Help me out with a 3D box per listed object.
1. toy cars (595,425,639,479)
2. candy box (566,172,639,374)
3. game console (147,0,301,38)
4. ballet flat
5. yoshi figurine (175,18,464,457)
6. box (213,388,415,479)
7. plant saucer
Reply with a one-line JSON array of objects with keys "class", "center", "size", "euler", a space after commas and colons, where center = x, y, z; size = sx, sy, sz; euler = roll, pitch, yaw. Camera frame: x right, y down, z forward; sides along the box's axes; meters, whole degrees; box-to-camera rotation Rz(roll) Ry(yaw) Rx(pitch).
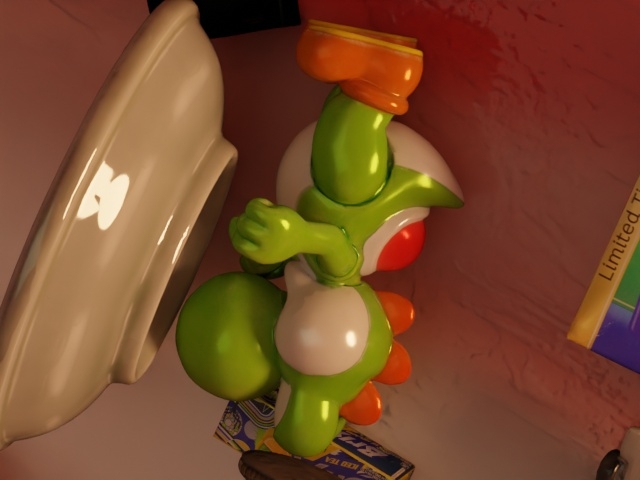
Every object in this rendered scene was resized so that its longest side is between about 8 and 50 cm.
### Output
[{"class": "toy cars", "center": [0.308, 0.341, 1.617], "size": [0.176, 0.087, 0.393], "euler": [-20, 86, 35]}, {"class": "candy box", "center": [0.391, 0.017, 1.508], "size": [0.317, 0.122, 0.268], "euler": [27, 108, 18]}, {"class": "game console", "center": [0.005, -0.295, 1.657], "size": [0.361, 0.044, 0.213], "euler": [-7, 96, 22]}, {"class": "ballet flat", "center": [0.036, 0.253, 1.659], "size": [0.250, 0.084, 0.058], "euler": [28, 107, 8]}, {"class": "yoshi figurine", "center": [-0.027, -0.004, 1.640], "size": [0.203, 0.204, 0.362], "euler": [20, 104, 48]}, {"class": "box", "center": [-0.006, 0.186, 1.734], "size": [0.169, 0.054, 0.059], "euler": [30, 108, 15]}, {"class": "plant saucer", "center": [-0.152, 0.001, 1.590], "size": [0.101, 0.400, 0.400], "euler": [23, 107, 2]}]
